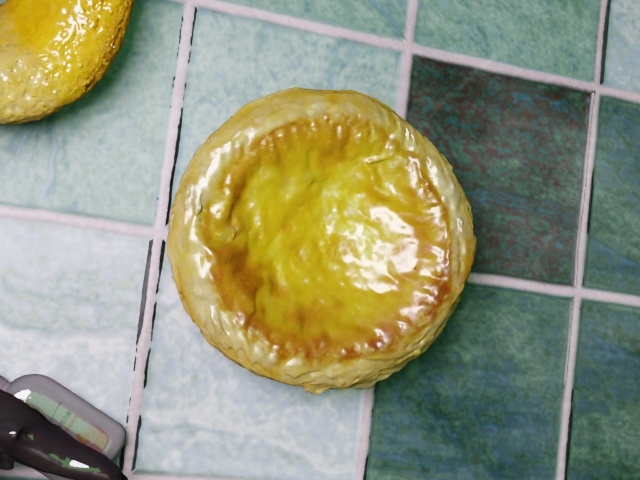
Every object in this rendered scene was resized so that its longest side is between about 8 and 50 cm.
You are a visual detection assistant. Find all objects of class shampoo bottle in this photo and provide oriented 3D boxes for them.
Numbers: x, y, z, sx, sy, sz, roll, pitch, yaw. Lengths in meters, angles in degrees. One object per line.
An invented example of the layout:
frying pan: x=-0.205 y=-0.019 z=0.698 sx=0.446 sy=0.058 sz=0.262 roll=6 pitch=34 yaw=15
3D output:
shampoo bottle: x=-0.273 y=0.172 z=0.836 sx=0.165 sy=0.040 sz=0.080 roll=38 pitch=82 yaw=-13

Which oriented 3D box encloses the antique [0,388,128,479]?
antique: x=-0.337 y=0.274 z=0.726 sx=0.255 sy=0.185 sz=0.322 roll=39 pitch=70 yaw=-5

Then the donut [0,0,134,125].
donut: x=-0.282 y=-0.224 z=0.756 sx=0.277 sy=0.108 sz=0.278 roll=-19 pitch=123 yaw=-32

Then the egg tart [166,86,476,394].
egg tart: x=0.000 y=0.000 z=0.885 sx=0.319 sy=0.128 sz=0.319 roll=0 pitch=89 yaw=-16
